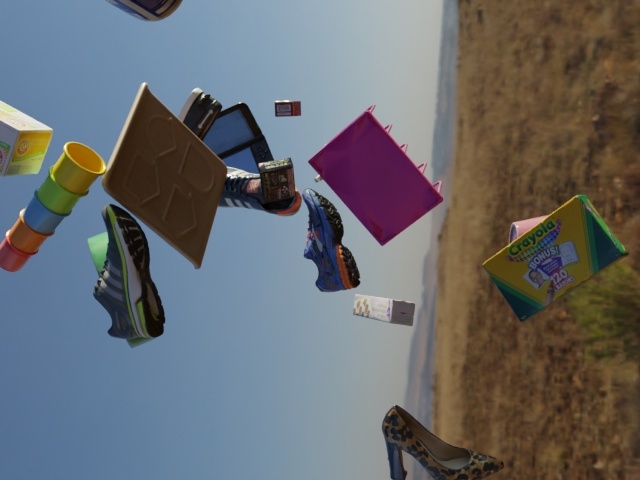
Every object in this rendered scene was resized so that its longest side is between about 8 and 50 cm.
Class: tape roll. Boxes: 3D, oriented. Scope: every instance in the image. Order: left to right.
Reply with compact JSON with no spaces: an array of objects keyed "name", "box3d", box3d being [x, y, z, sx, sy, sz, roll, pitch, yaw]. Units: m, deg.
[{"name":"tape roll","box3d":[-0.539,0.131,2.111,0.321,0.077,0.321,157,90,-78]}]

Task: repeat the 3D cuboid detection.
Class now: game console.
[{"name":"game console","box3d":[-0.330,-0.293,2.695,0.173,0.293,0.250,46,-159,-73]}]

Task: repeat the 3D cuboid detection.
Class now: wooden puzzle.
[{"name":"wooden puzzle","box3d":[-0.367,-0.145,1.822,0.348,0.080,0.322,49,-142,-39]}]

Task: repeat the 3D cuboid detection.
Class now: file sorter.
[{"name":"file sorter","box3d":[0.153,-0.180,2.003,0.291,0.202,0.182,48,-157,-8]}]

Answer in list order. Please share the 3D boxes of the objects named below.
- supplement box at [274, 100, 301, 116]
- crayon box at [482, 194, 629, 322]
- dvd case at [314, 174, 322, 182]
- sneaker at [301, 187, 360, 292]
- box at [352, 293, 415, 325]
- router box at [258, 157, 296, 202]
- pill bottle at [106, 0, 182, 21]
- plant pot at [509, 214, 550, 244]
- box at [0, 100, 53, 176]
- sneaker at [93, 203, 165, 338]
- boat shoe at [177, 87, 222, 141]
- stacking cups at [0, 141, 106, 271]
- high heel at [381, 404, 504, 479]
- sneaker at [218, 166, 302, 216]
[{"name":"supplement box","box3d":[-0.089,-0.361,2.125,0.083,0.055,0.043,-35,-56,-72]},{"name":"crayon box","box3d":[0.533,0.043,1.772,0.081,0.278,0.165,-3,-123,-56]},{"name":"dvd case","box3d":[0.095,-0.260,2.440,0.018,0.221,0.164,54,-131,-16]},{"name":"sneaker","box3d":[0.000,0.000,1.483,0.083,0.087,0.221,29,-140,-62]},{"name":"box","box3d":[0.169,0.189,2.128,0.324,0.067,0.063,174,104,-75]},{"name":"router box","box3d":[-0.118,-0.165,2.119,0.122,0.092,0.038,87,169,-48]},{"name":"pill bottle","box3d":[-0.370,-0.515,1.436,0.264,0.153,0.153,4,-90,-73]},{"name":"plant pot","box3d":[0.594,0.016,2.022,0.201,0.180,0.201,0,-90,-88]},{"name":"box","box3d":[-0.666,-0.220,1.561,0.103,0.203,0.114,-65,-10,15]},{"name":"sneaker","box3d":[-0.424,0.069,1.625,0.111,0.121,0.300,23,-128,-76]},{"name":"boat shoe","box3d":[-0.364,-0.266,2.121,0.302,0.091,0.114,-60,-3,30]},{"name":"stacking cups","box3d":[-0.563,-0.054,1.592,0.316,0.096,0.096,-49,6,20]},{"name":"high heel","box3d":[0.268,0.445,1.708,0.093,0.261,0.186,-67,-30,-68]},{"name":"sneaker","box3d":[-0.222,-0.157,2.325,0.148,0.350,0.131,147,131,-81]}]
